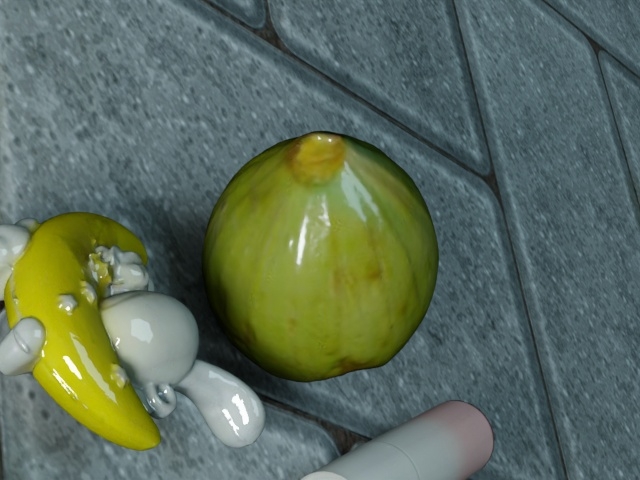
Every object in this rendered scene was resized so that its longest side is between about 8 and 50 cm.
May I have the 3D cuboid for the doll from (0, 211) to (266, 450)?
[{"bbox_3d":[-0.179,0.080,1.538,0.252,0.111,0.237,6,45,-57],"label":"doll"}]

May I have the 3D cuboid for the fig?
[{"bbox_3d":[0.000,0.000,1.747,0.239,0.239,0.271,-84,178,-46],"label":"fig"}]

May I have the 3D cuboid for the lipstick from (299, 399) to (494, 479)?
[{"bbox_3d":[0.080,0.239,1.850,0.327,0.087,0.087,-16,80,-62],"label":"lipstick"}]
